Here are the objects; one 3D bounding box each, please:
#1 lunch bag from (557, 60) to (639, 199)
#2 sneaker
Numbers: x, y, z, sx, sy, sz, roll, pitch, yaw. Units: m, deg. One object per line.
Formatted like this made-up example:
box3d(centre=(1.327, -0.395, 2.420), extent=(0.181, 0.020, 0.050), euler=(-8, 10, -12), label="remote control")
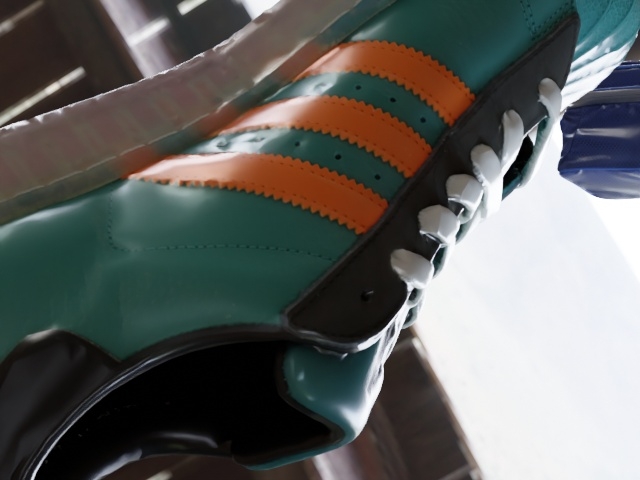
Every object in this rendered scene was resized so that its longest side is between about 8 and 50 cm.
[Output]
box3d(centre=(0.168, -0.058, 0.667), extent=(0.067, 0.098, 0.065), euler=(21, 75, -53), label="lunch bag")
box3d(centre=(0.000, 0.000, 0.399), extent=(0.121, 0.302, 0.108), euler=(51, -23, 22), label="sneaker")
